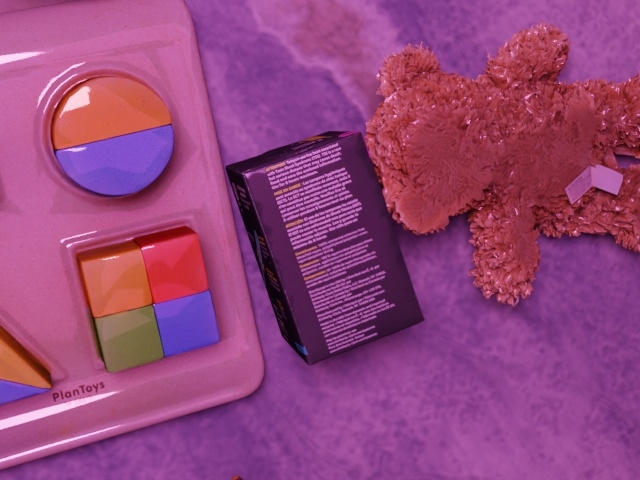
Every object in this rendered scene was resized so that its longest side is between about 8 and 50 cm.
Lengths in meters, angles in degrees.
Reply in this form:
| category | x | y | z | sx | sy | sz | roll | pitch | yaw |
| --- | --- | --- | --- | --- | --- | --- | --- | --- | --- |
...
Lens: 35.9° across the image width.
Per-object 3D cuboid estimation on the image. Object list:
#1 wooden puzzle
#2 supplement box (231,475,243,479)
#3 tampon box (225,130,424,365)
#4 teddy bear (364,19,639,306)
| category | x | y | z | sx | sy | sz | roll | pitch | yaw |
| --- | --- | --- | --- | --- | --- | --- | --- | --- | --- |
| wooden puzzle | -0.222 | -0.003 | 0.765 | 0.322 | 0.080 | 0.348 | -14 | 99 | -15 |
| supplement box | -0.038 | 0.275 | 0.790 | 0.104 | 0.188 | 0.081 | 44 | 81 | -16 |
| tampon box | 0.000 | 0.000 | 0.809 | 0.101 | 0.120 | 0.161 | -20 | 101 | -9 |
| teddy bear | 0.184 | -0.075 | 0.883 | 0.337 | 0.113 | 0.245 | -18 | 107 | -23 |
